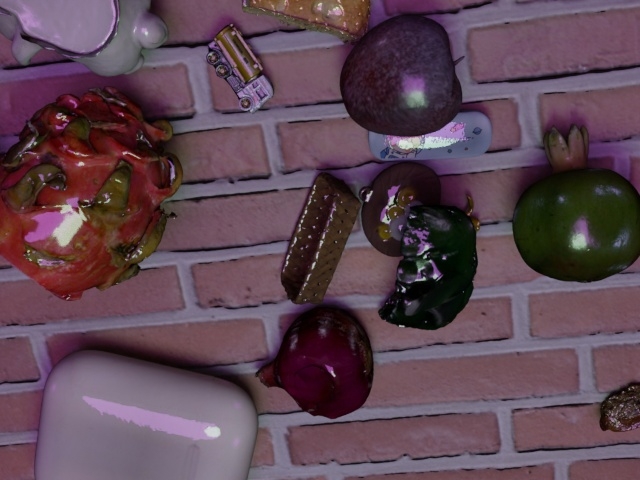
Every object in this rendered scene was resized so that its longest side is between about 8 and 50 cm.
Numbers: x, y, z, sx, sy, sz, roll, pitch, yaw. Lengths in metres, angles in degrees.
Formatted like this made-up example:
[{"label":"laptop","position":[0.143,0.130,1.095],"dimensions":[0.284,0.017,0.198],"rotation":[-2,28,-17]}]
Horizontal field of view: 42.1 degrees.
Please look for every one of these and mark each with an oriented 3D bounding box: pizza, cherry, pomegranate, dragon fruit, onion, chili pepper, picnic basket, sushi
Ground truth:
[{"label":"pizza","position":[-0.017,-0.382,1.137],"dimensions":[0.188,0.080,0.204],"rotation":[4,100,-21]},{"label":"cherry","position":[0.110,-0.225,1.135],"dimensions":[0.176,0.140,0.176],"rotation":[-2,80,10]},{"label":"pomegranate","position":[0.361,-0.051,1.173],"dimensions":[0.187,0.187,0.225],"rotation":[-9,83,7]},{"label":"dragon fruit","position":[-0.327,-0.072,1.178],"dimensions":[0.269,0.250,0.291],"rotation":[43,80,-27]},{"label":"onion","position":[-0.016,0.205,1.295],"dimensions":[0.198,0.135,0.173],"rotation":[-22,102,13]},{"label":"chili pepper","position":[0.163,0.056,1.183],"dimensions":[0.148,0.116,0.264],"rotation":[-14,144,-7]},{"label":"picnic basket","position":[0.000,0.000,1.244],"dimensions":[0.055,0.110,0.193],"rotation":[14,110,-24]},{"label":"sushi","position":[0.497,0.261,1.322],"dimensions":[0.120,0.052,0.055],"rotation":[-24,120,14]}]

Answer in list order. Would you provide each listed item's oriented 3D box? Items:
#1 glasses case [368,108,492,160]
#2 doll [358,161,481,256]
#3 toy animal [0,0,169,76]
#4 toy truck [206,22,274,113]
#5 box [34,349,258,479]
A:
[{"label":"glasses case","position":[0.159,-0.153,1.210],"dimensions":[0.179,0.045,0.067],"rotation":[-2,107,5]},{"label":"doll","position":[0.147,-0.045,1.226],"dimensions":[0.188,0.096,0.145],"rotation":[-1,116,-6]},{"label":"toy animal","position":[-0.370,-0.349,1.130],"dimensions":[0.208,0.154,0.325],"rotation":[-42,96,9]},{"label":"toy truck","position":[-0.114,-0.246,1.196],"dimensions":[0.063,0.052,0.123],"rotation":[-34,101,8]},{"label":"box","position":[-0.286,0.335,1.355],"dimensions":[0.349,0.141,0.288],"rotation":[13,108,0]}]
